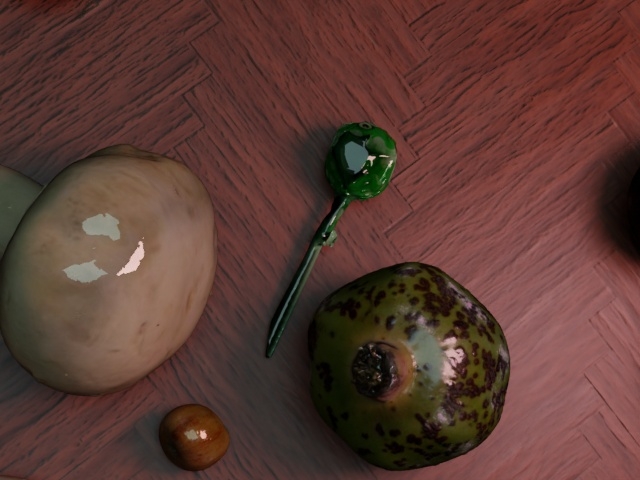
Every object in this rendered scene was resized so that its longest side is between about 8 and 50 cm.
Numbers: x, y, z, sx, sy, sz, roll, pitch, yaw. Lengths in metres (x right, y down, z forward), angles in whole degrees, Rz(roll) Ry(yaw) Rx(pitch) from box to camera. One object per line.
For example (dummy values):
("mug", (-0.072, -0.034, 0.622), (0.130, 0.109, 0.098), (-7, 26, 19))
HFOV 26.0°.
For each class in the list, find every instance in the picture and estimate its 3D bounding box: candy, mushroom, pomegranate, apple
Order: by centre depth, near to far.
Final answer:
("mushroom", (-0.296, 0.016, 1.616), (0.336, 0.314, 0.314), (23, 77, 22))
("pomegranate", (0.098, 0.147, 1.639), (0.254, 0.270, 0.254), (-3, 83, 22))
("apple", (-0.153, 0.238, 1.677), (0.071, 0.084, 0.084), (-32, 87, -37))
("candy", (0.001, 0.001, 1.746), (0.097, 0.097, 0.323), (27, 87, -3))

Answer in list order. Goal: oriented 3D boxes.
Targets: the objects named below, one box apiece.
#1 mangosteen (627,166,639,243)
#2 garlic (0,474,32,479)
("mangosteen", (0.500, -0.034, 1.772), (0.194, 0.194, 0.230), (-44, 115, -12))
("garlic", (-0.427, 0.350, 1.568), (0.281, 0.184, 0.203), (-24, 66, -10))
